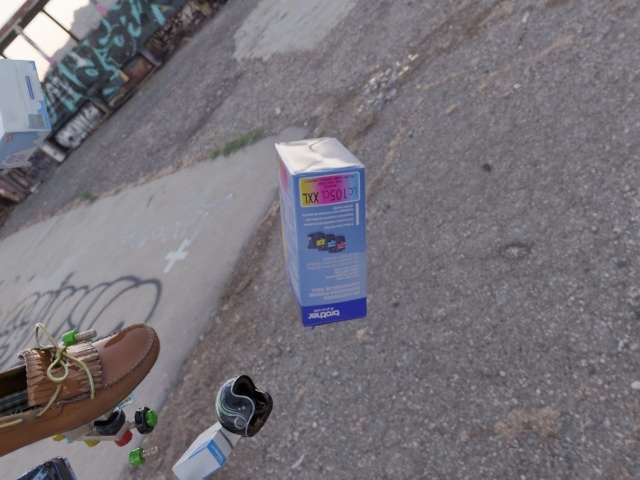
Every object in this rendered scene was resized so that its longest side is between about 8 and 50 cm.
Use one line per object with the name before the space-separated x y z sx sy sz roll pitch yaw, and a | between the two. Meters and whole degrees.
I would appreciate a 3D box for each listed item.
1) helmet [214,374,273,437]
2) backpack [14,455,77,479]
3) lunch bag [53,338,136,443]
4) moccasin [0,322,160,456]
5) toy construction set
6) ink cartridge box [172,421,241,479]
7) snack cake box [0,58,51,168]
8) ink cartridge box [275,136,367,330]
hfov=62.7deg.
helmet | -0.249 0.512 1.638 0.162 0.169 0.169 25 73 26
backpack | -0.806 0.731 1.512 0.173 0.158 0.117 -30 -6 -10
lunch bag | -0.689 0.408 1.482 0.223 0.262 0.160 -32 4 31
moccasin | -0.448 0.228 0.844 0.380 0.147 0.139 -19 39 -19
toy construction set | -0.509 0.317 1.076 0.237 0.309 0.257 -18 52 2
ink cartridge box | -0.353 0.667 1.671 0.148 0.086 0.203 -37 0 15
snack cake box | -0.671 -0.261 1.126 0.089 0.152 0.264 -14 0 -42
ink cartridge box | 0.000 0.000 1.151 0.151 0.395 0.270 -8 24 -8
